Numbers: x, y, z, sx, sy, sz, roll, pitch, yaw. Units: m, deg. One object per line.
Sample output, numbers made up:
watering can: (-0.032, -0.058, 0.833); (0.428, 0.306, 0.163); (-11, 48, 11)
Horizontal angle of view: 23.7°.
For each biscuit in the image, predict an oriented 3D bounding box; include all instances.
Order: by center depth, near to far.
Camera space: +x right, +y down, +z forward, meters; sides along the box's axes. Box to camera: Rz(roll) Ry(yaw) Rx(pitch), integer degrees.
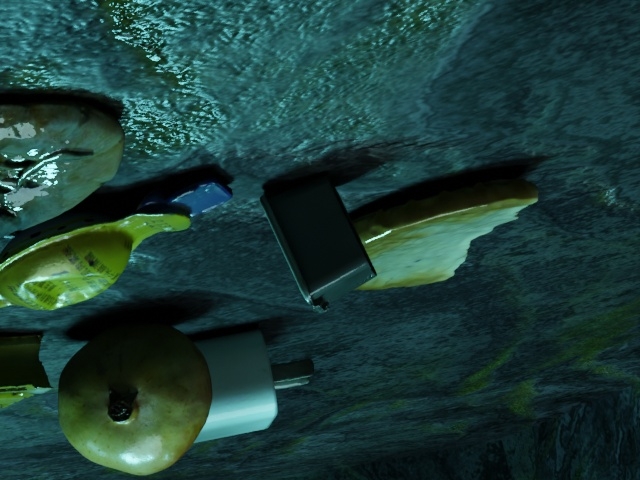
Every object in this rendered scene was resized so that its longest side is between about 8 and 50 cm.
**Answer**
biscuit: (0.098, -0.002, 1.655); (0.204, 0.040, 0.309); (-9, 165, -17)

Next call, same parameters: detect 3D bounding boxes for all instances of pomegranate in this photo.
pomegranate: (-0.223, 0.185, 1.827); (0.191, 0.191, 0.191); (-12, 166, -3)

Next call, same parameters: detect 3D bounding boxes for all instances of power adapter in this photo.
power adapter: (-0.136, 0.198, 2.059); (0.255, 0.124, 0.187); (-11, 167, -10)

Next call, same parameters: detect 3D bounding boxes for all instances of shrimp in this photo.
shrimp: (-0.289, -0.037, 1.140); (0.289, 0.075, 0.178); (-14, 158, 8)

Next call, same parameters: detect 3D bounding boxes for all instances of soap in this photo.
soap: (-0.435, 0.159, 1.743); (0.135, 0.076, 0.233); (-24, 163, 36)

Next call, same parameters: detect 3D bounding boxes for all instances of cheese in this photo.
cheese: (-0.196, 0.003, 1.378); (0.250, 0.064, 0.156); (-24, 166, 5)

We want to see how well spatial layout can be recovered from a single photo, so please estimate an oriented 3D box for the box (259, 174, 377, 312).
box: (0.000, 0.000, 1.438); (0.069, 0.122, 0.084); (-26, 166, 5)
